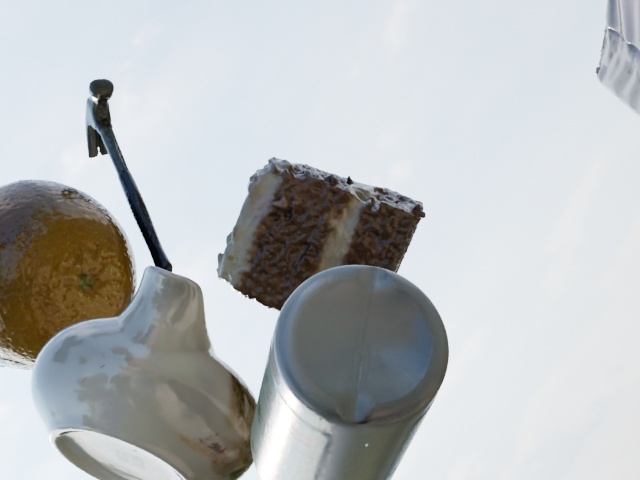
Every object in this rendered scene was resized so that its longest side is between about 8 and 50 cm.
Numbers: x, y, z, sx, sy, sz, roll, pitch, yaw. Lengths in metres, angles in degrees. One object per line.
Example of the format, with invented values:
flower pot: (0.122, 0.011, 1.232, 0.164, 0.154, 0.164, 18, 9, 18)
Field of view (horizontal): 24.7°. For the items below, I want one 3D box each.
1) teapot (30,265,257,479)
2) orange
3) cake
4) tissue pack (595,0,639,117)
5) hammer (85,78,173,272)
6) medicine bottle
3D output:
teapot: (-0.145, 0.138, 1.252, 0.298, 0.204, 0.139, 108, -179, -62)
orange: (-0.315, 0.039, 1.620, 0.236, 0.236, 0.236, -47, -22, -27)
cake: (0.000, 0.000, 1.253, 0.135, 0.147, 0.134, -31, -34, -82)
tissue pack: (0.336, -0.137, 1.092, 0.185, 0.225, 0.124, -3, -65, -12)
hammer: (-0.217, -0.058, 1.651, 0.029, 0.246, 0.103, -14, -27, -23)
medicine bottle: (0.006, 0.136, 1.039, 0.110, 0.110, 0.352, -48, -12, -24)
